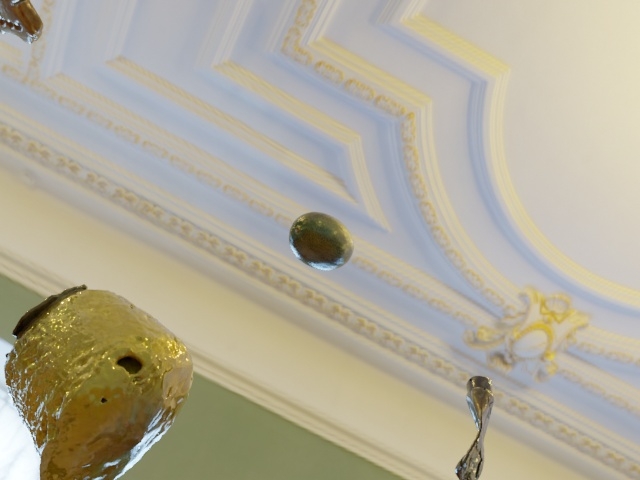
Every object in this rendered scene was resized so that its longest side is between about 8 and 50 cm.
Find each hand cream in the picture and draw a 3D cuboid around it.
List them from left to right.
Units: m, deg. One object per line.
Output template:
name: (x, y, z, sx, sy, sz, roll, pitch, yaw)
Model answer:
hand cream: (0.196, 0.239, 0.866, 0.039, 0.163, 0.062, 1, -55, 18)

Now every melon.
melon: (0.000, 0.000, 1.409, 0.114, 0.114, 0.167, -26, -35, 31)

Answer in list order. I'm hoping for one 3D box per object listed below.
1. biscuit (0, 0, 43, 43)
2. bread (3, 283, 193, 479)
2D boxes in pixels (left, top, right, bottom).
biscuit: (-0.460, -0.385, 0.919, 0.184, 0.035, 0.248, 27, -36, 30)
bread: (-0.238, 0.159, 0.738, 0.171, 0.197, 0.197, 36, -45, 28)
